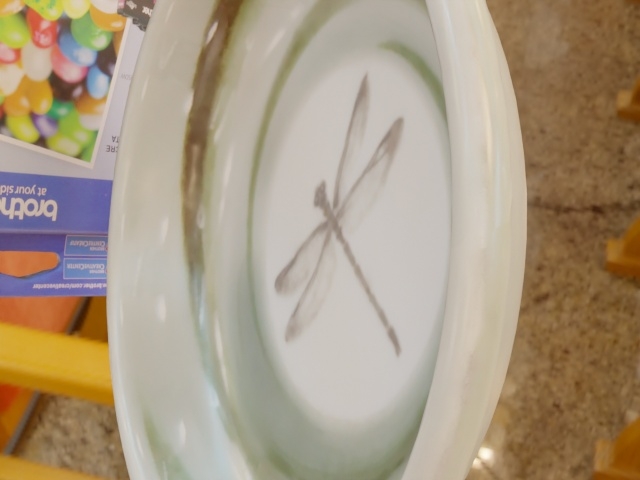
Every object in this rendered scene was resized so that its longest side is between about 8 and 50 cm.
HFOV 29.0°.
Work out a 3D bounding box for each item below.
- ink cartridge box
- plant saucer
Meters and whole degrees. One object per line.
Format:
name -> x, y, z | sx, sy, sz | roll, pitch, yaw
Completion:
ink cartridge box -> -0.169, -0.109, 0.823 | 0.065, 0.311, 0.186 | 14, 7, 39
plant saucer -> 0.000, 0.000, 0.640 | 0.101, 0.400, 0.400 | 4, 39, -28
